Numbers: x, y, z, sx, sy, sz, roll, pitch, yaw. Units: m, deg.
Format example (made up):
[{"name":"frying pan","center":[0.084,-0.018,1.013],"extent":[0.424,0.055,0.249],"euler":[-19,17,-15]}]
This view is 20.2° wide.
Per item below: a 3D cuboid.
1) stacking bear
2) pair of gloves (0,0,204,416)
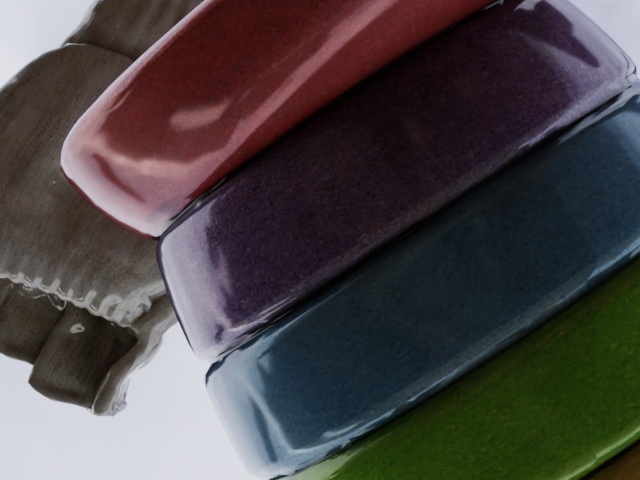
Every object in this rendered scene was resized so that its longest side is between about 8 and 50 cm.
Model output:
[{"name":"stacking bear","center":[0.074,0.054,0.481],"extent":[0.164,0.175,0.289],"euler":[-34,-92,15]},{"name":"pair of gloves","center":[0.000,0.000,0.624],"extent":[0.240,0.042,0.204],"euler":[32,-77,-14]}]
